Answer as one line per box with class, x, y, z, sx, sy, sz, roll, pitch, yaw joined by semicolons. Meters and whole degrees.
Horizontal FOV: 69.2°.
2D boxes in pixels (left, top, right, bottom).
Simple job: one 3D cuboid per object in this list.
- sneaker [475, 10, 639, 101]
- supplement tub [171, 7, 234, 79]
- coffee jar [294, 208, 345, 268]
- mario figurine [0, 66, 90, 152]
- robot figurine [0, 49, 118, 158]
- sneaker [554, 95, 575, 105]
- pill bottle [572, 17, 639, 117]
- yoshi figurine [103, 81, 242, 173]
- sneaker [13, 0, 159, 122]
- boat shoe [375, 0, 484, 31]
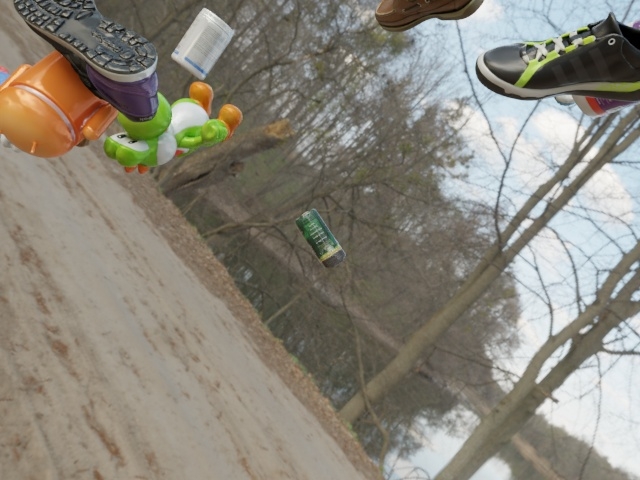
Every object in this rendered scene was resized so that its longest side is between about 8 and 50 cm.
sneaker;0.309;-0.230;0.554;0.097;0.235;0.084;84;9;-56
supplement tub;-0.215;-0.357;0.850;0.071;0.107;0.071;37;6;-5
coffee jar;0.000;0.000;1.401;0.184;0.079;0.096;56;-9;4
mario figurine;-0.617;-0.260;0.893;0.321;0.170;0.198;14;-2;-32
robot figurine;-0.431;-0.223;0.760;0.128;0.219;0.158;-17;-53;44
sneaker;0.823;-0.468;1.441;0.083;0.191;0.071;121;-38;-81
pill bottle;0.741;-0.409;1.028;0.181;0.181;0.323;44;-33;-24
yoshi figurine;-0.336;-0.287;1.075;0.362;0.204;0.202;-47;125;-52
sneaker;-0.354;-0.280;0.703;0.283;0.107;0.124;42;-30;18
boat shoe;0.215;-0.543;1.016;0.105;0.110;0.307;29;-5;-36
